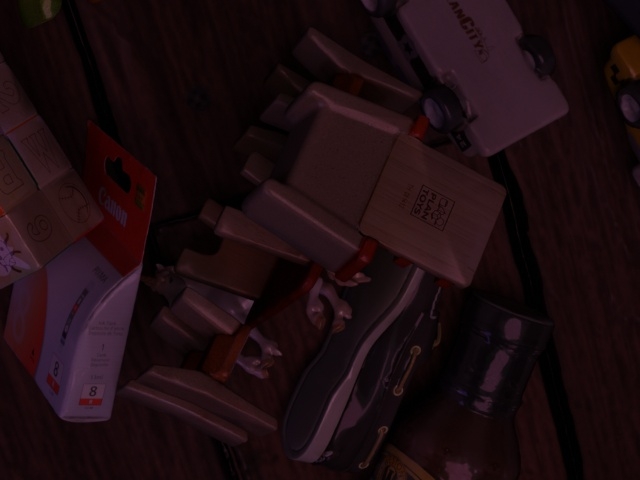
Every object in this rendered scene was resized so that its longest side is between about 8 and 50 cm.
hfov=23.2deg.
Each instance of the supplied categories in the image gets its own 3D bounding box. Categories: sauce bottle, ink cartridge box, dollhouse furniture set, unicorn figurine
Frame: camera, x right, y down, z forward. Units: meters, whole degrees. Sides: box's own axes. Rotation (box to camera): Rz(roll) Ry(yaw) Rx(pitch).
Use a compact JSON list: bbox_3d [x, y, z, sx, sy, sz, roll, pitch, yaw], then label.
[{"bbox_3d":[0.086,0.208,1.211,0.111,0.111,0.344,19,96,-12],"label":"sauce bottle"},{"bbox_3d":[-0.172,0.018,1.099,0.045,0.145,0.179,1,109,-29],"label":"ink cartridge box"},{"bbox_3d":[0.000,0.000,1.018,0.135,0.259,0.262,27,70,-10],"label":"dollhouse furniture set"},{"bbox_3d":[-0.053,0.043,1.165,0.162,0.060,0.111,-27,70,-18],"label":"unicorn figurine"}]

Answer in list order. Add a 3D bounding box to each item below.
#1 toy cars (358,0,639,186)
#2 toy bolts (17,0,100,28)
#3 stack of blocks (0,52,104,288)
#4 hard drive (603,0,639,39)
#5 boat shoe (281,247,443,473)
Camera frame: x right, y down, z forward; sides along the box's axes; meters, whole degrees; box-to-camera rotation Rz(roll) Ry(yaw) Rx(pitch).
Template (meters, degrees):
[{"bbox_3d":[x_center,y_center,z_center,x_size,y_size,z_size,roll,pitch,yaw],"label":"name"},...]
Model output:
[{"bbox_3d":[0.181,-0.106,1.132,0.394,0.087,0.176,22,69,-12],"label":"toy cars"},{"bbox_3d":[-0.112,-0.258,1.004,0.228,0.218,0.158,-28,103,-17],"label":"toy bolts"},{"bbox_3d":[-0.301,-0.092,1.042,0.171,0.087,0.297,-24,102,31],"label":"stack of blocks"},{"bbox_3d":[0.265,-0.159,1.076,0.135,0.022,0.094,46,130,-2],"label":"hard drive"},{"bbox_3d":[0.050,0.074,1.184,0.069,0.081,0.227,22,104,-27],"label":"boat shoe"}]
